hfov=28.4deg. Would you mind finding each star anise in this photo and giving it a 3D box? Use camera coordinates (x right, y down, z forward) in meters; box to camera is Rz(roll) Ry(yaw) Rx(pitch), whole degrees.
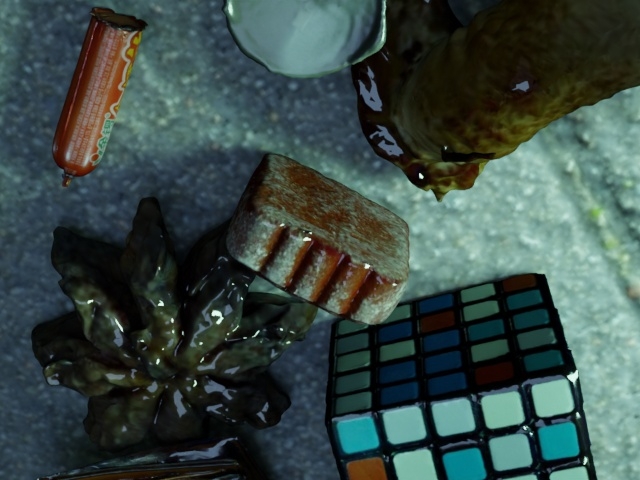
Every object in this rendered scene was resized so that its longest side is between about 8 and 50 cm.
[{"bbox_3d":[-0.126,0.083,1.010,0.223,0.109,0.236,-27,110,17],"label":"star anise"}]

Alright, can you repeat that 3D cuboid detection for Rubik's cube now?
[{"bbox_3d":[0.113,0.155,0.981,0.184,0.182,0.187,-12,110,7],"label":"Rubik's cube"}]

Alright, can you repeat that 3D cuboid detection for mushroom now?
[{"bbox_3d":[0.196,-0.166,0.791,0.356,0.334,0.331,-15,111,-2],"label":"mushroom"}]

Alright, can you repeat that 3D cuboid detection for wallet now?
[{"bbox_3d":[-0.137,0.225,1.055,0.196,0.042,0.161,-12,147,5],"label":"wallet"}]

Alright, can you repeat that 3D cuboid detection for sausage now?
[{"bbox_3d":[-0.174,-0.104,0.968,0.048,0.050,0.145,2,119,-43],"label":"sausage"}]

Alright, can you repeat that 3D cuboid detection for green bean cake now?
[{"bbox_3d":[0.000,0.000,0.950,0.136,0.135,0.056,27,111,-7],"label":"green bean cake"}]

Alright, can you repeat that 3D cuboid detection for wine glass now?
[{"bbox_3d":[-0.003,-0.179,0.834,0.103,0.222,0.103,1,112,2],"label":"wine glass"}]
